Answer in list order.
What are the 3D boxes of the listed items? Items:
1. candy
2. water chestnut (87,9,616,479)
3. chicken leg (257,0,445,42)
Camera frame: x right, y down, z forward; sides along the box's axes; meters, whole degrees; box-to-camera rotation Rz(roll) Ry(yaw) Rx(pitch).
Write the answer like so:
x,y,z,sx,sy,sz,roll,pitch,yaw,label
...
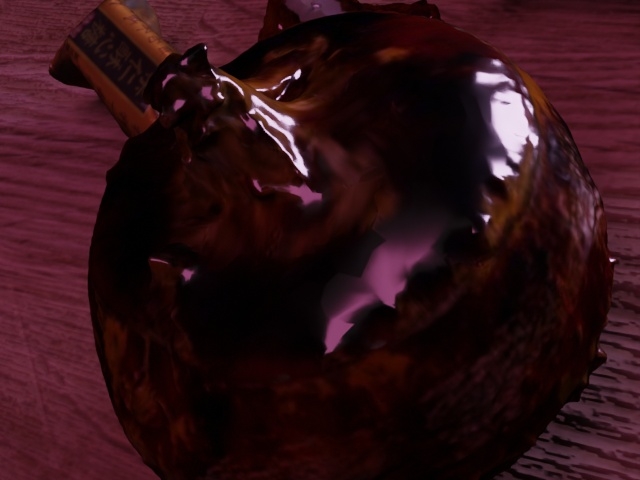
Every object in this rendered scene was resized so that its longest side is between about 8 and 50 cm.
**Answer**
x,y,z,sx,sy,sz,roll,pitch,yaw,label
-0.152,-0.145,0.973,0.143,0.101,0.271,-46,51,1,candy
0.000,0.000,0.622,0.350,0.302,0.351,-17,45,18,water chestnut
0.016,-0.207,0.922,0.158,0.096,0.407,-25,44,7,chicken leg
